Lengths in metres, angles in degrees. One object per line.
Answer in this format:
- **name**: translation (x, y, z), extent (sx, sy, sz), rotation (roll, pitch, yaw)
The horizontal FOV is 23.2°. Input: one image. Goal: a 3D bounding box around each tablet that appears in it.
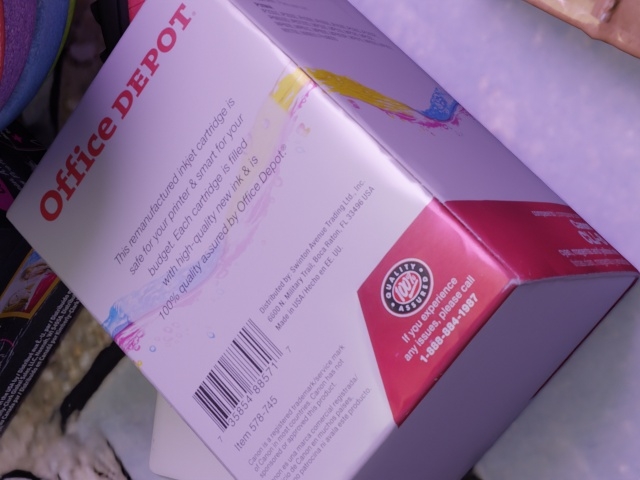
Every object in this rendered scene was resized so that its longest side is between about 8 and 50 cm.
- **tablet**: translation (-0.050, 0.066, 0.686), extent (0.054, 0.006, 0.083), rotation (8, 95, 29)

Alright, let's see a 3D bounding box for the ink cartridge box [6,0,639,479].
- **ink cartridge box**: translation (0.000, 0.000, 0.587), extent (0.176, 0.127, 0.128), rotation (46, 112, 21)

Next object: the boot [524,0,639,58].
- **boot**: translation (0.188, -0.172, 0.511), extent (0.236, 0.089, 0.270), rotation (35, 110, 28)

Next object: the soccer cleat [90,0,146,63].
- **soccer cleat**: translation (-0.010, -0.200, 0.612), extent (0.116, 0.108, 0.318), rotation (16, 101, 10)

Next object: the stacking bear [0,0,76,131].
- **stacking bear**: translation (-0.169, -0.116, 0.602), extent (0.164, 0.289, 0.175), rotation (36, 107, -10)

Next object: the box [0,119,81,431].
- **box**: translation (-0.246, -0.018, 0.719), extent (0.247, 0.142, 0.163), rotation (42, 109, 23)
